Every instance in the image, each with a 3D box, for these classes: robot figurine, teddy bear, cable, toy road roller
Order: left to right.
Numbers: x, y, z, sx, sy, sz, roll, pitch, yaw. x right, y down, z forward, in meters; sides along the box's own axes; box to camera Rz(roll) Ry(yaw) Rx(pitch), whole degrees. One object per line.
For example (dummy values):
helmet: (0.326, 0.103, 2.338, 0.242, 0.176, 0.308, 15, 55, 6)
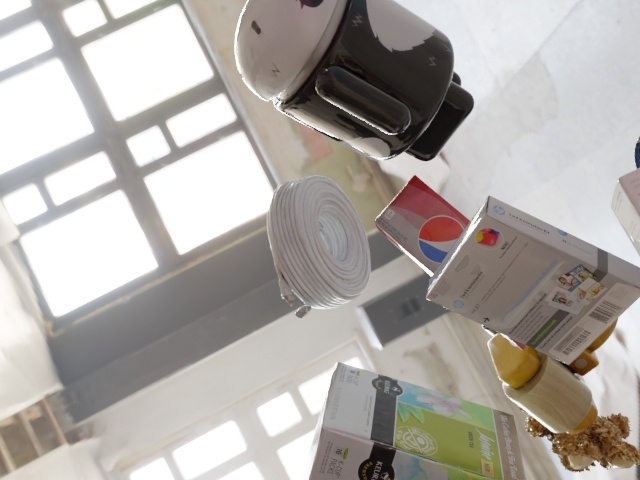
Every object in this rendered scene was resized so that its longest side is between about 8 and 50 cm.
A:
cable: (0.000, 0.000, 1.424, 0.257, 0.089, 0.257, -14, -96, -60)
robot figurine: (0.040, -0.200, 0.861, 0.278, 0.174, 0.209, 25, 170, -23)
toy road roller: (0.487, 0.200, 1.539, 0.202, 0.240, 0.330, 38, -156, -15)
teddy bear: (0.561, 0.404, 1.655, 0.338, 0.245, 0.113, -31, -59, -75)

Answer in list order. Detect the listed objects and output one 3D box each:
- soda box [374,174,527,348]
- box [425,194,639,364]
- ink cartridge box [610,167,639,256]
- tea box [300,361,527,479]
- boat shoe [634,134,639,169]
soda box: (0.200, 0.030, 1.043, 0.263, 0.092, 0.083, 41, -179, 8)
box: (0.230, 0.048, 0.830, 0.038, 0.186, 0.145, -70, 5, -47)
ink cartridge box: (0.568, 0.006, 1.044, 0.283, 0.207, 0.117, 68, -173, 23)
tea box: (0.125, 0.427, 1.237, 0.220, 0.323, 0.329, -70, -5, -71)
boat shoe: (0.605, -0.179, 1.348, 0.066, 0.183, 0.066, 5, 157, 35)
